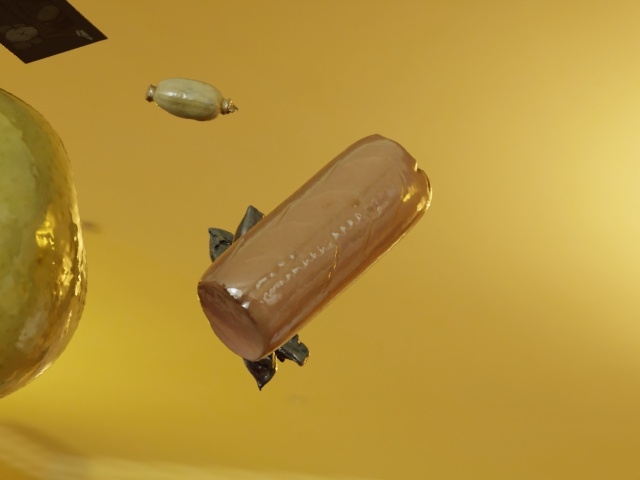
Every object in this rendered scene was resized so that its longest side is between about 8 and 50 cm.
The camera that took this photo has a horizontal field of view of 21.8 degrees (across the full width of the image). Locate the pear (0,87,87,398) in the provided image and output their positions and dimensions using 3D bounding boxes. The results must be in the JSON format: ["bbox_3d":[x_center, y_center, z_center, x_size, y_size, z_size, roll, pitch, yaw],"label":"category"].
[{"bbox_3d":[-0.386,0.006,1.629,0.348,0.348,0.348,8,-20,3],"label":"pear"}]

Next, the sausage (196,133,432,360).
[{"bbox_3d":[0.001,-0.001,1.832,0.121,0.304,0.121,36,-28,23],"label":"sausage"}]

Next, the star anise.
[{"bbox_3d":[-0.089,0.084,2.513,0.129,0.283,0.212,-18,-37,-41],"label":"star anise"}]

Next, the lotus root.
[{"bbox_3d":[-0.203,-0.225,2.641,0.150,0.062,0.073,11,14,-5],"label":"lotus root"}]

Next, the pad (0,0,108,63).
[{"bbox_3d":[-0.369,-0.281,2.087,0.127,0.004,0.190,-14,-28,20],"label":"pad"}]
